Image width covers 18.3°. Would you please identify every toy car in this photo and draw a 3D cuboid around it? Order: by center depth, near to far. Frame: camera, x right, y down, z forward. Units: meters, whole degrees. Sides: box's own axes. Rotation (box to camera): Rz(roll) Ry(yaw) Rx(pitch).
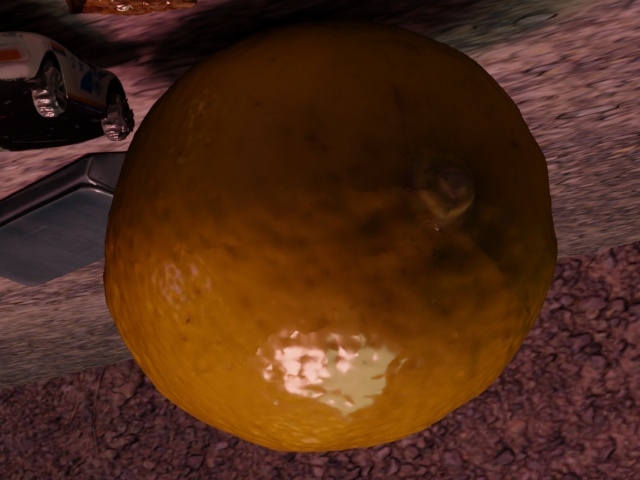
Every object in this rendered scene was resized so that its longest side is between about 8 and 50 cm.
[{"bbox_3d":[-0.163,-0.076,1.046,0.095,0.056,0.205,-11,176,10],"label":"toy car"}]

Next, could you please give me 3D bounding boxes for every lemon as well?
[{"bbox_3d":[0.000,0.000,1.120,0.245,0.245,0.320,-6,173,-24],"label":"lemon"}]

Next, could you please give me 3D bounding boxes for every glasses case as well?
[{"bbox_3d":[-0.189,-0.012,1.521,0.105,0.056,0.266,-6,172,-33],"label":"glasses case"}]

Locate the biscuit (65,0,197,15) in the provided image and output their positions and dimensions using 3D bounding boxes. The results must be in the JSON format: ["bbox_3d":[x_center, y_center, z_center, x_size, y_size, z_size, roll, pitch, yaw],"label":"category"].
[{"bbox_3d":[-0.069,-0.131,0.822,0.064,0.034,0.199,-7,173,-12],"label":"biscuit"}]
